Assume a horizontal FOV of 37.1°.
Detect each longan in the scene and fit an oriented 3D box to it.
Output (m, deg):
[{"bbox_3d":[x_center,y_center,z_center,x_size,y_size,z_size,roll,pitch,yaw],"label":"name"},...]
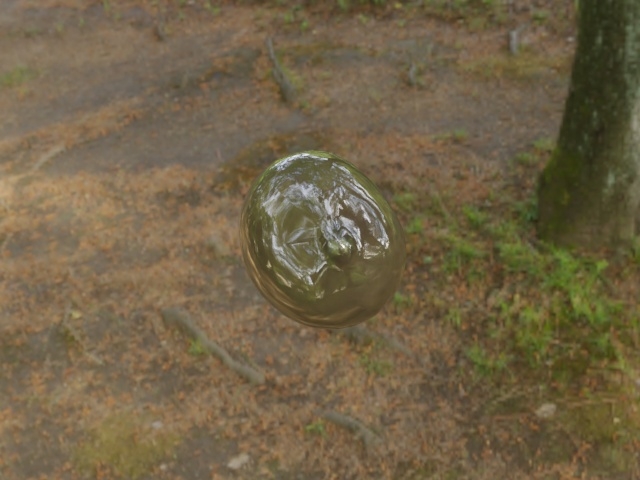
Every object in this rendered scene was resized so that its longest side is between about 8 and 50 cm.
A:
[{"bbox_3d":[0.000,0.000,0.982,0.189,0.189,0.189,-6,32,4],"label":"longan"}]
